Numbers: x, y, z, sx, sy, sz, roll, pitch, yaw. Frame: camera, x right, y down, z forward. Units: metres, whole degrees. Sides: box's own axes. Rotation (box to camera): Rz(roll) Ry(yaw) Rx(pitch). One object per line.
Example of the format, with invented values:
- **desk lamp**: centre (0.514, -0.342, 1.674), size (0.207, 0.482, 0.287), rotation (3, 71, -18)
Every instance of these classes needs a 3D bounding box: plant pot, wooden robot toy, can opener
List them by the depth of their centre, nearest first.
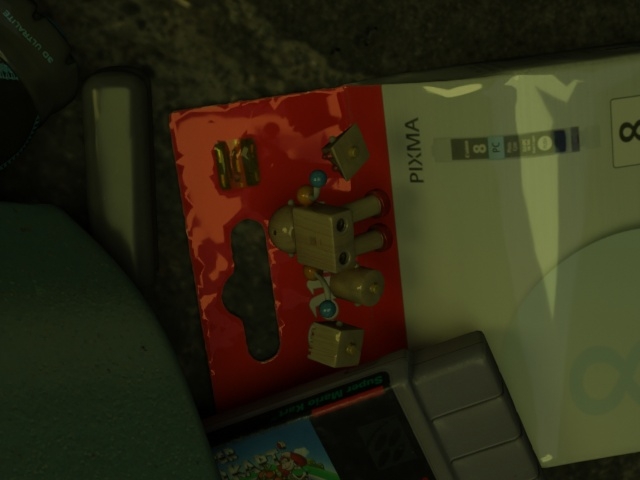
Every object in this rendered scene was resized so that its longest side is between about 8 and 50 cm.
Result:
- **plant pot**: centre (-0.238, 0.111, 0.625), size (0.247, 0.248, 0.252), rotation (-23, 74, 35)
- **wooden robot toy**: centre (0.000, 0.000, 0.716), size (0.076, 0.079, 0.173), rotation (-20, 113, -44)
- **can opener**: centre (-0.157, 0.016, 0.722), size (0.093, 0.074, 0.280), rotation (3, 105, -8)

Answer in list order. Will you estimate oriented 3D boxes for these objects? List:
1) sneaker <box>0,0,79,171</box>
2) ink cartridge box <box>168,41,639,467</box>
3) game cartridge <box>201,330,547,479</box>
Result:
- **sneaker**: centre (-0.304, -0.166, 0.589), size (0.341, 0.125, 0.139), rotation (43, 67, -21)
- **ink cartridge box**: centre (0.100, 0.027, 0.756), size (0.385, 0.091, 0.308), rotation (-9, 106, -7)
- **game cartridge**: centre (-0.003, 0.223, 0.771), size (0.355, 0.068, 0.230), rotation (-22, 112, 13)
